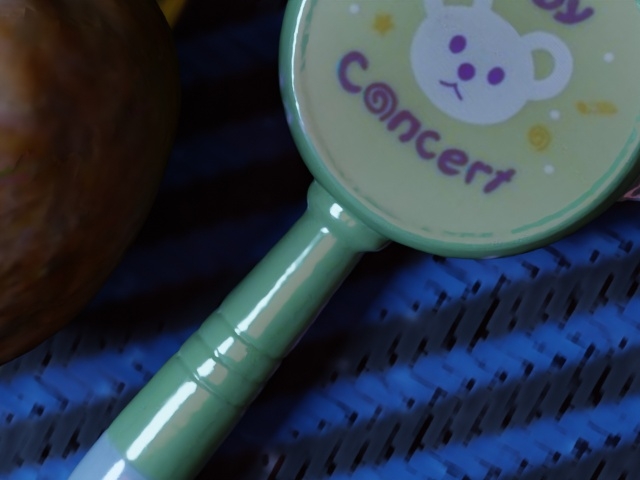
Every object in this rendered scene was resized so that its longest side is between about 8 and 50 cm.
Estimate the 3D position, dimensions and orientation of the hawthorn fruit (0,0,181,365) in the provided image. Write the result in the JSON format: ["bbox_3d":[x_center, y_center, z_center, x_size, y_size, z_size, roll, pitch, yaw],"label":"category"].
[{"bbox_3d":[-0.124,-0.027,0.510,0.149,0.149,0.189,41,135,-2],"label":"hawthorn fruit"}]

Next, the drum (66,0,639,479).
[{"bbox_3d":[0.019,0.009,0.533,0.130,0.049,0.253,24,100,1],"label":"drum"}]
